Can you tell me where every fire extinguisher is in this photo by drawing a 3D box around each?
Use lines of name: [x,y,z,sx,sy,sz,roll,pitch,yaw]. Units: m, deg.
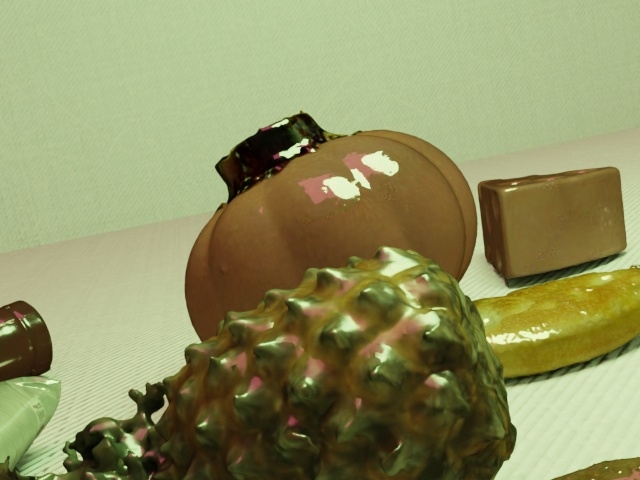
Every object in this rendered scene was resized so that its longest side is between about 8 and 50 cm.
fire extinguisher: [-0.467,0.147,0.856,0.341,0.141,0.105,-20,-19,-48]

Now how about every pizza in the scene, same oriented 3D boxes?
pizza: [0.205,0.078,0.745,0.271,0.056,0.134,-18,14,-23]

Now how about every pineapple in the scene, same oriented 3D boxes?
pineapple: [-0.066,0.132,0.486,0.361,0.175,0.175,-23,6,14]

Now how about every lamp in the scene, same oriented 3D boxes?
lamp: [0.000,0.000,0.784,0.305,0.239,0.305,-31,-2,-1]

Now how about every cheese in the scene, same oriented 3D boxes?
cheese: [0.314,-0.025,1.063,0.177,0.128,0.203,-8,6,5]

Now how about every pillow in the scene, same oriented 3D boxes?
pillow: [-0.315,0.184,0.626,0.144,0.078,0.254,-19,7,10]

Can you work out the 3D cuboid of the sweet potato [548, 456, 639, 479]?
sweet potato: [0.210,0.134,0.418,0.218,0.051,0.065,-6,13,22]
